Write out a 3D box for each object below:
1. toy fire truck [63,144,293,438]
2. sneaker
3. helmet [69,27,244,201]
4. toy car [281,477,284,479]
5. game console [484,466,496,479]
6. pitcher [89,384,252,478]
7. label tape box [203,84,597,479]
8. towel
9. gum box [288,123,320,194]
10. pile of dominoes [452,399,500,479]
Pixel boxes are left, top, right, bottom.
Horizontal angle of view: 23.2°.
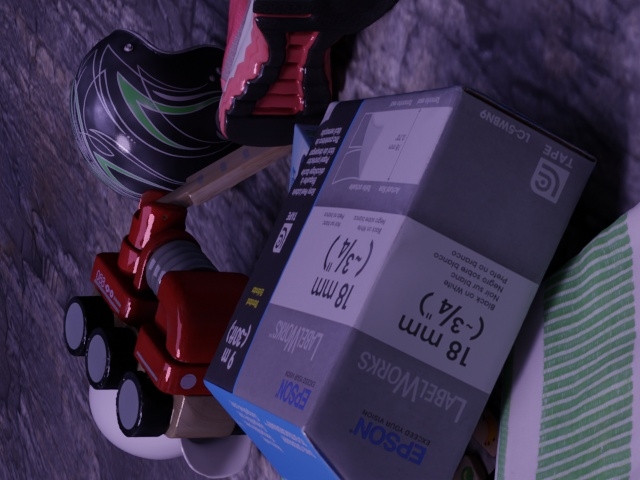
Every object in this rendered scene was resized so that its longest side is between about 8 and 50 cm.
[{"bbox_3d":[-0.103,0.026,1.370,0.217,0.158,0.246,44,125,52],"label":"toy fire truck"},{"bbox_3d":[-0.025,-0.210,1.259,0.314,0.116,0.136,123,141,-52],"label":"sneaker"},{"bbox_3d":[-0.163,-0.120,1.515,0.169,0.161,0.169,179,90,-66],"label":"helmet"},{"bbox_3d":[0.016,0.218,1.122,0.239,0.053,0.225,-24,64,19],"label":"toy car"},{"bbox_3d":[0.131,0.289,0.806,0.342,0.060,0.386,-54,34,9],"label":"game console"},{"bbox_3d":[-0.139,0.135,1.550,0.207,0.125,0.178,4,74,56],"label":"pitcher"},{"bbox_3d":[0.018,0.074,1.003,0.334,0.106,0.240,-66,18,-6],"label":"label tape box"},{"bbox_3d":[0.175,0.057,0.786,0.325,0.038,0.248,128,158,-51],"label":"towel"},{"bbox_3d":[0.000,0.000,1.239,0.184,0.041,0.157,-116,31,-73],"label":"gum box"},{"bbox_3d":[0.087,0.107,1.106,0.251,0.040,0.196,-136,50,-59],"label":"pile of dominoes"}]
